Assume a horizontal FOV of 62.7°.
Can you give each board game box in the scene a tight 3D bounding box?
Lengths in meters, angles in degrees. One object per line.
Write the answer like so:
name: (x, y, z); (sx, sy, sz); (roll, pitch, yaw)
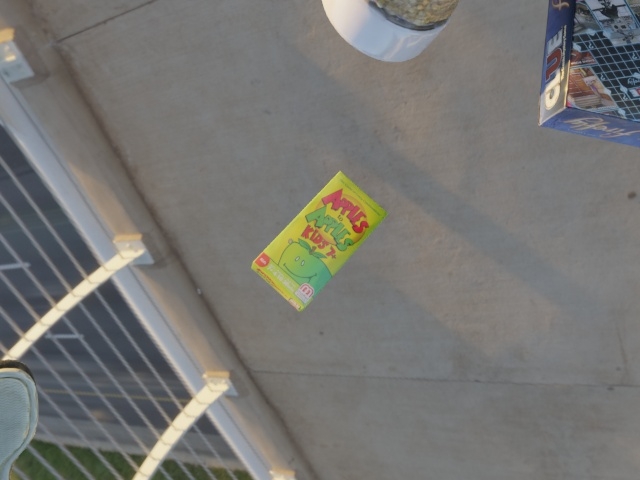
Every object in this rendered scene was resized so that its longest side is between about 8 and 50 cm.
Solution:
board game box: (0.000, 0.000, 0.731); (0.092, 0.181, 0.043); (42, 162, 3)
board game box: (0.312, -0.156, 0.442); (0.243, 0.165, 0.042); (10, 171, -7)

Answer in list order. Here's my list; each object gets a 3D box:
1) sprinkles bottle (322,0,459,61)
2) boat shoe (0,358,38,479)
sprinkles bottle: (0.121, -0.278, 0.362); (0.121, 0.121, 0.355); (39, 151, -7)
boat shoe: (-0.347, 0.201, 0.538); (0.084, 0.079, 0.233); (7, 123, -37)
